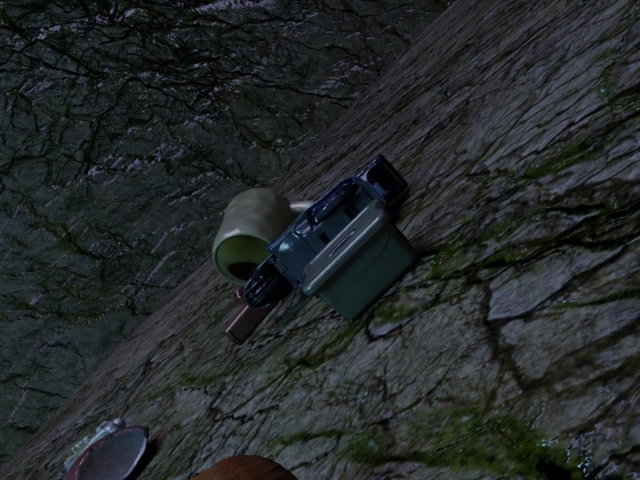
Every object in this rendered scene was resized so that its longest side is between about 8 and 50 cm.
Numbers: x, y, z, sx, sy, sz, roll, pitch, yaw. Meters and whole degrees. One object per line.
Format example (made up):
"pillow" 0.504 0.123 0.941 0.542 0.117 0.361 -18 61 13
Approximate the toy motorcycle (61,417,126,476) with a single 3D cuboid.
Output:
"toy motorcycle" -0.489 0.452 1.776 0.229 0.074 0.151 -35 12 49

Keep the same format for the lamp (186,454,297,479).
"lamp" -0.071 0.263 0.740 0.136 0.136 0.136 -44 11 11

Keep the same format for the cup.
"cup" -0.121 -0.034 1.866 0.255 0.173 0.202 -37 23 30

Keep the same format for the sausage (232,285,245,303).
"sausage" -0.152 0.085 1.944 0.047 0.040 0.176 -33 15 51

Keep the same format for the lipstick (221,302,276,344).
"lipstick" -0.136 0.144 1.648 0.145 0.045 0.045 -49 10 -19

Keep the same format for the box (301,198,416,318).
"box" 0.060 0.033 1.191 0.172 0.093 0.124 -44 11 10

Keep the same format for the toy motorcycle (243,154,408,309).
"toy motorcycle" 0.000 0.000 1.499 0.358 0.125 0.212 -40 4 17

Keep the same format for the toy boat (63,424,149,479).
"toy boat" -0.419 0.447 1.560 0.206 0.096 0.282 -45 -4 -36
